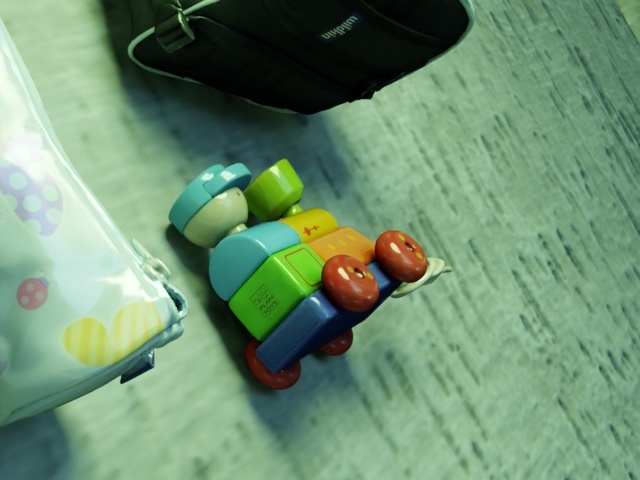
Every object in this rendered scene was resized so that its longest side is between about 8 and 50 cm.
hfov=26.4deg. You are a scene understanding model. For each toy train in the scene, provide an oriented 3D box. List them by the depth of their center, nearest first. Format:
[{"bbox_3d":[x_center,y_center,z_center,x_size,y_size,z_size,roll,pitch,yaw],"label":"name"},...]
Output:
[{"bbox_3d":[0.000,0.000,0.992,0.143,0.105,0.248,49,27,9],"label":"toy train"}]

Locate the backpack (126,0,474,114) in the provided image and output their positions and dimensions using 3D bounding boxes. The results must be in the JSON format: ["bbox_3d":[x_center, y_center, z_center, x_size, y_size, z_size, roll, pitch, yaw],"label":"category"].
[{"bbox_3d":[-0.013,-0.201,1.024,0.253,0.225,0.191,23,49,-53],"label":"backpack"}]

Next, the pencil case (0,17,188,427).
[{"bbox_3d":[-0.180,-0.037,0.700,0.273,0.124,0.113,59,28,2],"label":"pencil case"}]
